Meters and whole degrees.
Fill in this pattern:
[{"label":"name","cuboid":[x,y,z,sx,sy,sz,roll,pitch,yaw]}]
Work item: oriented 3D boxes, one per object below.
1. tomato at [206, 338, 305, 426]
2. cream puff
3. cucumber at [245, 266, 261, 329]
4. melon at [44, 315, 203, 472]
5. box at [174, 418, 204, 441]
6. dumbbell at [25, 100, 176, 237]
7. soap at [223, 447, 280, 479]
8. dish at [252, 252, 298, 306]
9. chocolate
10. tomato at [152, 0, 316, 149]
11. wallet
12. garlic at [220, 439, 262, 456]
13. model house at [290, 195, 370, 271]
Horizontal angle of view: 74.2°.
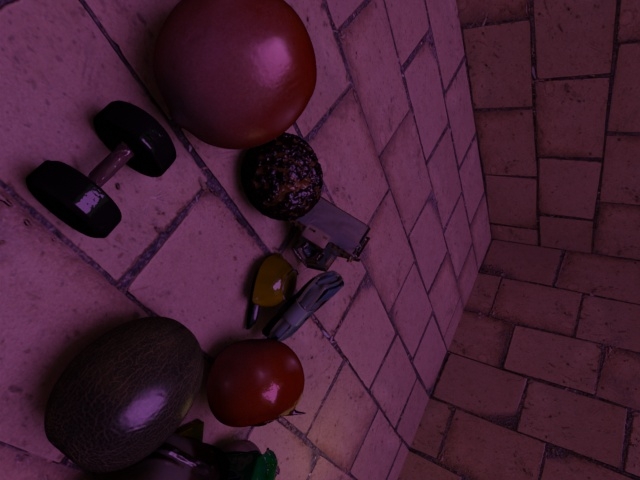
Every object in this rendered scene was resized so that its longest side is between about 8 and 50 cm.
[{"label":"tomato","cuboid":[-0.170,0.376,1.120,0.256,0.256,0.224,4,80,-54]},{"label":"cream puff","cuboid":[-0.091,-0.170,1.133,0.239,0.165,0.239,-1,91,-45]},{"label":"cucumber","cuboid":[-0.186,0.167,1.219,0.036,0.033,0.184,13,86,-77]},{"label":"melon","cuboid":[-0.366,0.287,0.829,0.302,0.237,0.237,-49,135,-42]},{"label":"box","cuboid":[-0.362,0.574,1.088,0.121,0.030,0.193,-3,101,-54]},{"label":"dumbbell","cuboid":[-0.385,-0.128,0.764,0.218,0.152,0.152,-58,140,-27]},{"label":"soap","cuboid":[-0.239,0.600,0.983,0.098,0.273,0.218,53,31,-32]},{"label":"dish","cuboid":[-0.116,0.119,1.227,0.208,0.080,0.149,-55,148,-49]},{"label":"chocolate","cuboid":[-0.354,0.517,0.874,0.283,0.283,0.186,-53,130,-32]},{"label":"tomato","cuboid":[-0.179,-0.344,0.863,0.321,0.321,0.321,-19,114,-51]},{"label":"wallet","cuboid":[-0.050,0.197,1.255,0.250,0.075,0.176,-47,167,16]},{"label":"garlic","cuboid":[-0.231,0.673,1.177,0.228,0.152,0.228,13,90,-69]},{"label":"model house","cuboid":[0.000,0.000,1.310,0.178,0.271,0.206,-57,175,-30]}]
